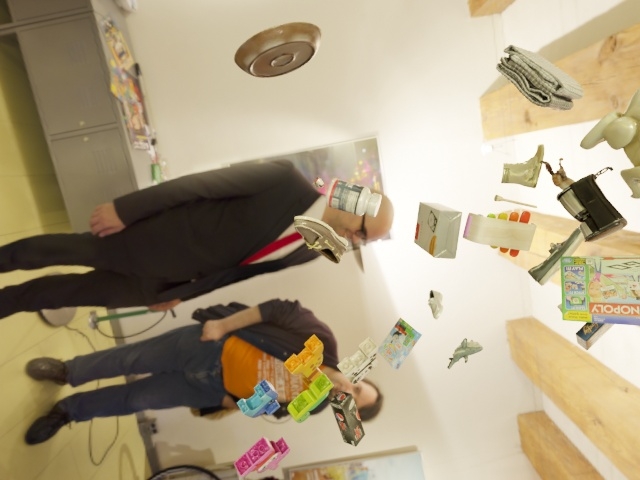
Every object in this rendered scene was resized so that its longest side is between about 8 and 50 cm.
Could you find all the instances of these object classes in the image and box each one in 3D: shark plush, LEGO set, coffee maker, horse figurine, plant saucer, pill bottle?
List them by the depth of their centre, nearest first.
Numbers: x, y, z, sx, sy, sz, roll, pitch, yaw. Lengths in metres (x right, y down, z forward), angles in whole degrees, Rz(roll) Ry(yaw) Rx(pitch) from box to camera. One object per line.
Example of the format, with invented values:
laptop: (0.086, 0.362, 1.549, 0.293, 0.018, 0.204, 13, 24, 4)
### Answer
LEGO set: (-0.022, 0.211, 0.571, 0.087, 0.227, 0.093, 43, -11, 36)
coffee maker: (0.855, -0.108, 1.271, 0.171, 0.120, 0.178, -59, -137, 48)
plant saucer: (-0.135, -0.628, 1.390, 0.310, 0.310, 0.050, -63, 134, -87)
pill bottle: (0.120, -0.148, 1.466, 0.108, 0.180, 0.108, 18, 90, -77)
shark plush: (0.559, 0.450, 1.620, 0.073, 0.161, 0.067, 41, 12, -49)
horse figurine: (1.033, -0.241, 1.720, 0.263, 0.066, 0.174, 55, 6, 25)

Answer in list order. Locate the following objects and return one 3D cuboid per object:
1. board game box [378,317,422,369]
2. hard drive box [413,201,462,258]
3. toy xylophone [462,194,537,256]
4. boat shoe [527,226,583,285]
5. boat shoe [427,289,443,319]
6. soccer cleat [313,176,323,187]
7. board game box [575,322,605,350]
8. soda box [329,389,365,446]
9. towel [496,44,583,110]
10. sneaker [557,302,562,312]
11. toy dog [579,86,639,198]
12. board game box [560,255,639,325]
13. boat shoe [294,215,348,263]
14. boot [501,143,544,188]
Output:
board game box: (0.387, 0.506, 2.029, 0.039, 0.212, 0.160, 33, 2, -28)
hard drive box: (0.454, -0.045, 1.608, 0.232, 0.089, 0.181, -114, -152, -76)
toy xylophone: (0.775, -0.062, 1.726, 0.081, 0.322, 0.236, -113, -140, -74)
boat shoe: (1.063, 0.057, 1.854, 0.099, 0.116, 0.320, 46, -60, 35)
boat shoe: (0.513, 0.282, 1.850, 0.066, 0.063, 0.184, -63, 179, 37)
soccer cleat: (-0.005, -0.197, 1.439, 0.035, 0.029, 0.083, 46, -7, 2)
board game box: (0.999, 0.270, 1.436, 0.042, 0.243, 0.165, 47, 7, 40)
soda box: (0.087, 0.566, 1.311, 0.060, 0.053, 0.169, -34, 113, -42)
towel: (0.813, -0.599, 1.543, 0.284, 0.234, 0.121, 55, -45, 27)
sneaker: (1.297, 0.318, 2.060, 0.229, 0.087, 0.092, 101, -34, -58)
toy dog: (1.147, -0.298, 1.302, 0.395, 0.284, 0.408, 109, -39, -54)
board game box: (0.934, 0.154, 1.282, 0.046, 0.317, 0.214, 8, 81, -52)
boat shoe: (0.000, 0.000, 1.624, 0.324, 0.116, 0.097, 35, 66, -51)
boot: (0.939, -0.354, 1.912, 0.077, 0.165, 0.213, 25, 80, -62)
